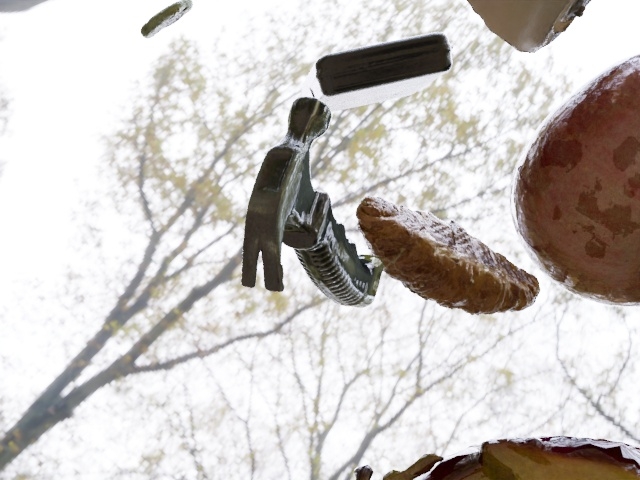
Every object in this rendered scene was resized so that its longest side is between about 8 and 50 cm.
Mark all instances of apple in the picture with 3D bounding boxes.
[{"bbox_3d":[0.420,-0.070,1.294,0.269,0.345,0.344,56,-52,25],"label":"apple"}]

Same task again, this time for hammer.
[{"bbox_3d":[0.000,0.000,0.868,0.041,0.158,0.226,9,-23,25],"label":"hammer"}]

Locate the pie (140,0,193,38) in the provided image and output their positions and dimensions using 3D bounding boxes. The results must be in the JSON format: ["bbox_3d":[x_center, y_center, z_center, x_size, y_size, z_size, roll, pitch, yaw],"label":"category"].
[{"bbox_3d":[-0.207,-0.301,1.350,0.085,0.085,0.017,-30,-82,33],"label":"pie"}]

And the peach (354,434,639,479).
[{"bbox_3d":[0.137,0.337,0.700,0.339,0.417,0.352,13,-71,48],"label":"peach"}]

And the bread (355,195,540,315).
[{"bbox_3d":[0.124,0.024,1.047,0.233,0.105,0.076,26,-63,-22],"label":"bread"}]

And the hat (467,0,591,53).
[{"bbox_3d":[0.214,-0.265,0.742,0.161,0.232,0.275,20,-69,-34],"label":"hat"}]

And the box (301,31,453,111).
[{"bbox_3d":[0.063,-0.198,1.208,0.160,0.230,0.050,-13,-87,-5],"label":"box"}]
